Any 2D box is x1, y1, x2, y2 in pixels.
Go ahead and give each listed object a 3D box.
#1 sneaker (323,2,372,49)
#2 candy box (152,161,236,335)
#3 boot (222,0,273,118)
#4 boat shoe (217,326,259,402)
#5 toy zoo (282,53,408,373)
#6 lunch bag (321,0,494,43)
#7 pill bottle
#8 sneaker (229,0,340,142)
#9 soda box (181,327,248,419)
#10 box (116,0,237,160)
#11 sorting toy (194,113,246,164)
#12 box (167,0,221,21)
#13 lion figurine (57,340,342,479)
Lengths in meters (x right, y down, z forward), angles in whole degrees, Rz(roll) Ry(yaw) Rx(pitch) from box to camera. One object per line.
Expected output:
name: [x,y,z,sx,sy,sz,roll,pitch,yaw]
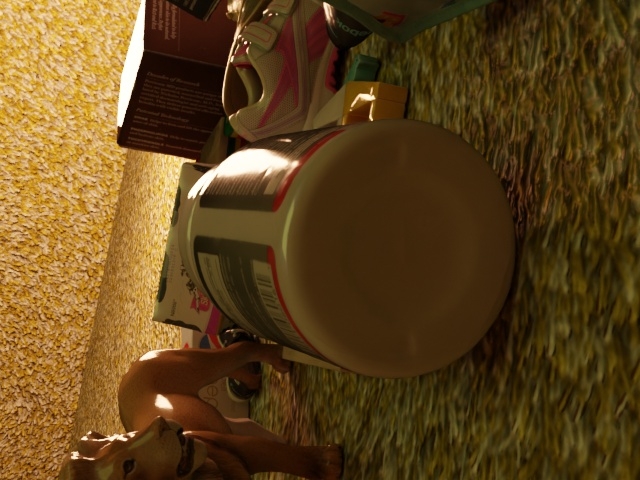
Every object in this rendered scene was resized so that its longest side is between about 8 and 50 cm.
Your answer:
sneaker: [0.032,-0.301,0.984,0.106,0.101,0.268,121,156,-64]
candy box: [-0.092,0.003,1.119,0.233,0.071,0.159,-16,-62,-78]
boot: [-0.067,-0.254,1.277,0.203,0.095,0.262,-172,98,-72]
boat shoe: [-0.095,0.128,1.259,0.038,0.046,0.125,120,151,-50]
toy zoo: [0.021,-0.029,0.987,0.192,0.030,0.293,173,106,-73]
lunch bag: [0.096,-0.276,0.666,0.262,0.160,0.224,-17,60,54]
pill bottle: [0.000,0.000,0.768,0.283,0.161,0.161,-173,92,-68]
sneaker: [-0.034,-0.209,1.125,0.103,0.111,0.252,170,109,-72]
soda box: [-0.130,0.179,1.295,0.069,0.073,0.216,118,155,-47]
box: [-0.208,-0.254,1.631,0.203,0.166,0.169,117,156,-46]
sorting toy: [-0.144,-0.087,1.538,0.274,0.046,0.132,139,137,-64]
box: [-0.234,-0.526,1.356,0.294,0.395,0.212,-66,12,-17]
lion figurine: [-0.123,0.181,0.980,0.392,0.240,0.142,-144,65,-72]
